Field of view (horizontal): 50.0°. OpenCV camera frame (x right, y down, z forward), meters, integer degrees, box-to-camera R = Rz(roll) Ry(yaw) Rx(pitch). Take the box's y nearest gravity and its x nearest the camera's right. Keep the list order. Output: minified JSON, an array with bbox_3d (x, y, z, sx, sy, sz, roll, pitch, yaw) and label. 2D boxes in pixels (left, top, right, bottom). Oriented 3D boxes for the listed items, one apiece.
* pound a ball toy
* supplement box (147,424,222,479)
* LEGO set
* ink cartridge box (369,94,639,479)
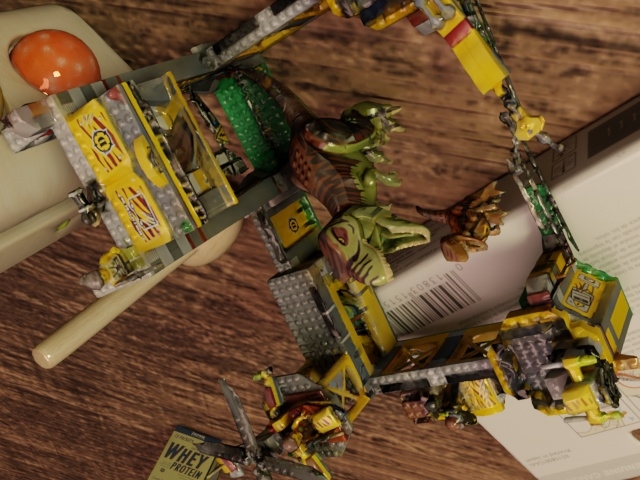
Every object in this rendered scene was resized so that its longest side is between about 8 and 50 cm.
[{"bbox_3d":[-0.179,-0.030,0.395,0.208,0.319,0.136,45,124,-1],"label":"pound a ball toy"},{"bbox_3d":[-0.153,0.269,0.767,0.056,0.083,0.083,17,132,7],"label":"supplement box"},{"bbox_3d":[0.000,0.000,0.348,0.255,0.192,0.331,-9,108,35],"label":"LEGO set"},{"bbox_3d":[0.196,0.050,0.450,0.239,0.060,0.275,43,131,-16],"label":"ink cartridge box"}]
